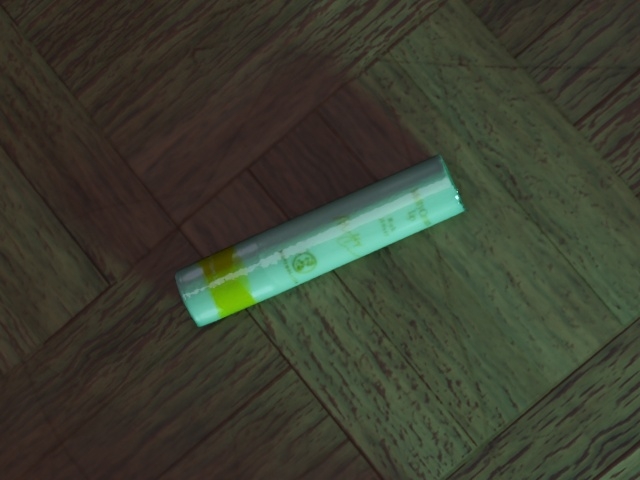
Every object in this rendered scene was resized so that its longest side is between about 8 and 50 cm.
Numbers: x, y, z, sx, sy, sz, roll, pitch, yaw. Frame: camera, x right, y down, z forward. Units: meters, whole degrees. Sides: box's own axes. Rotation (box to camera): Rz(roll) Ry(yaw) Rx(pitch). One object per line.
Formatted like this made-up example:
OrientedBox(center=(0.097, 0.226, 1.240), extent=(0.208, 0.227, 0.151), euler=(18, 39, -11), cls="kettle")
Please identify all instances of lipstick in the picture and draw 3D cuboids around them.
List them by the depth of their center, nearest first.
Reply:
OrientedBox(center=(0.000, 0.000, 1.761), extent=(0.264, 0.059, 0.059), euler=(-24, 79, 7), cls="lipstick")
